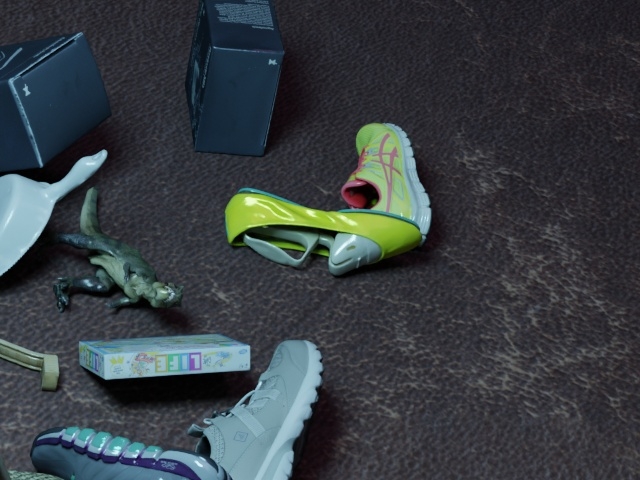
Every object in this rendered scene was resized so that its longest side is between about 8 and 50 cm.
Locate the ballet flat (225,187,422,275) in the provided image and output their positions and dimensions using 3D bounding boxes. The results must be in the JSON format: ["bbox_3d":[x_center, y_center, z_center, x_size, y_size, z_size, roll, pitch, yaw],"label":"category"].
[{"bbox_3d":[0.000,0.000,2.208,0.231,0.077,0.077,11,56,1],"label":"ballet flat"}]

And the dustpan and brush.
[{"bbox_3d":[-0.315,-0.037,2.064,0.060,0.211,0.147,32,26,-29],"label":"dustpan and brush"}]

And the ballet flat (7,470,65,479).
[{"bbox_3d":[-0.418,0.252,1.657,0.483,0.164,0.182,6,14,-21],"label":"ballet flat"}]

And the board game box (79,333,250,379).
[{"bbox_3d":[-0.162,0.119,1.969,0.154,0.026,0.103,-2,5,-21],"label":"board game box"}]

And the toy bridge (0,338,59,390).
[{"bbox_3d":[-0.363,0.120,1.942,0.188,0.026,0.063,4,33,-13],"label":"toy bridge"}]

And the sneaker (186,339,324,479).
[{"bbox_3d":[-0.070,0.185,1.882,0.115,0.105,0.281,17,35,3],"label":"sneaker"}]

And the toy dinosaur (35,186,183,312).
[{"bbox_3d":[-0.247,0.021,2.096,0.118,0.064,0.268,-9,34,-29],"label":"toy dinosaur"}]

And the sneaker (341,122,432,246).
[{"bbox_3d":[0.067,-0.075,2.317,0.094,0.081,0.208,-1,38,-16],"label":"sneaker"}]

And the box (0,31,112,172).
[{"bbox_3d":[-0.370,-0.150,2.170,0.207,0.108,0.153,-4,24,32],"label":"box"}]

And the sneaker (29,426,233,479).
[{"bbox_3d":[-0.193,0.236,1.773,0.224,0.083,0.098,4,61,33],"label":"sneaker"}]

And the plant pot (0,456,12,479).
[{"bbox_3d":[-0.392,0.319,1.410,0.305,0.334,0.334,-7,35,6],"label":"plant pot"}]

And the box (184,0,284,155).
[{"bbox_3d":[-0.109,-0.214,2.382,0.093,0.156,0.158,4,36,-13],"label":"box"}]
